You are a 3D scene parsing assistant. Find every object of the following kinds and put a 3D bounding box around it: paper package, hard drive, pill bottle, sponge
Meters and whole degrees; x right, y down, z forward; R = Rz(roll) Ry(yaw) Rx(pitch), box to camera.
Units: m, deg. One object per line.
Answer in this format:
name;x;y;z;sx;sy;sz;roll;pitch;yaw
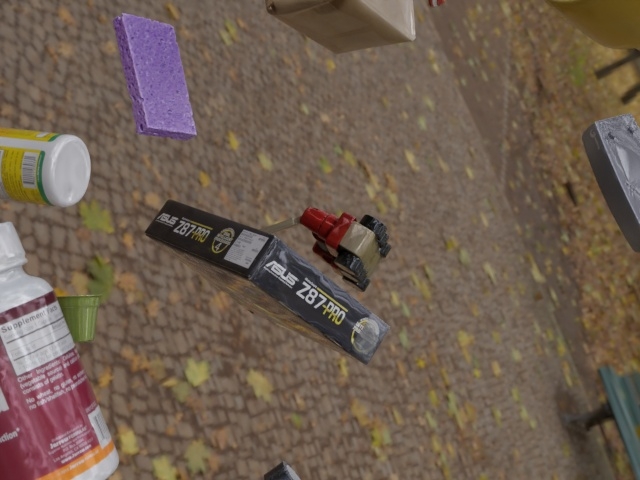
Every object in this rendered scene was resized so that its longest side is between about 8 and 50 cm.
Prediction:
paper package;0.035;-0.519;1.709;0.325;0.168;0.309;10;76;-65
hard drive;0.576;-0.105;1.769;0.172;0.054;0.254;-17;82;-47
pill bottle;-0.460;0.187;1.369;0.392;0.224;0.224;69;23;-4
sponge;-0.281;-0.277;1.633;0.117;0.031;0.210;0;72;-51
pill bottle;-0.485;-0.120;1.530;0.117;0.208;0.117;7;90;-73

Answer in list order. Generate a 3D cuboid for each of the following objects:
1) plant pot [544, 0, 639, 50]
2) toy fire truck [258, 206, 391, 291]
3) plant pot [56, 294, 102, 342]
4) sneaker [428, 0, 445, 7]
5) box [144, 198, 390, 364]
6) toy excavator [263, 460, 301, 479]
plant pot;0.383;-0.268;0.928;0.239;0.254;0.254;32;35;-21
toy fire truck;0.000;0.000;2.004;0.246;0.158;0.217;30;-9;15
plant pot;-0.411;0.132;1.623;0.083;0.083;0.079;4;84;-64
sneaker;0.244;-0.482;1.615;0.221;0.128;0.087;85;2;-63
box;-0.106;0.072;1.754;0.318;0.395;0.097;42;75;-34
toy excavator;-0.078;0.653;1.893;0.433;0.222;0.445;55;-1;-38
